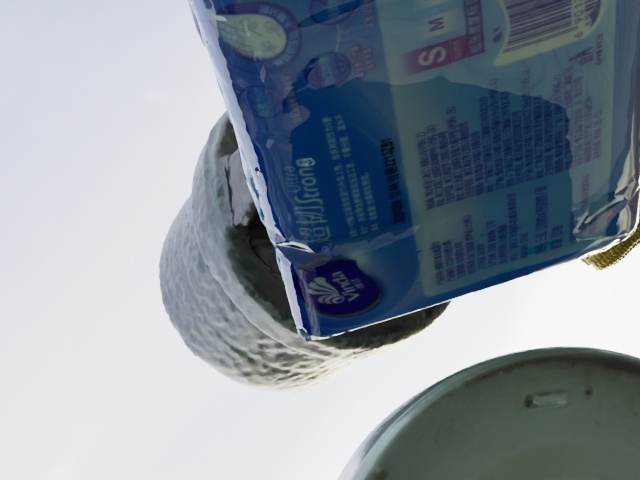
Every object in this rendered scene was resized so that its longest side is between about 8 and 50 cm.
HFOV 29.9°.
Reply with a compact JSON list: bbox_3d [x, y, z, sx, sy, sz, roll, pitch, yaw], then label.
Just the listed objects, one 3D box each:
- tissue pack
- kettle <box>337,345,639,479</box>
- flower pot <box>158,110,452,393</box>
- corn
[{"bbox_3d":[0.045,-0.097,0.581,0.198,0.146,0.263,-18,-37,-2],"label":"tissue pack"},{"bbox_3d":[0.088,0.231,0.717,0.319,0.247,0.342,-55,-2,-12],"label":"kettle"},{"bbox_3d":[0.012,-0.013,1.155,0.299,0.299,0.283,-19,-17,-31],"label":"flower pot"},{"bbox_3d":[0.432,-0.038,1.644,0.072,0.072,0.203,17,-55,-43],"label":"corn"}]
